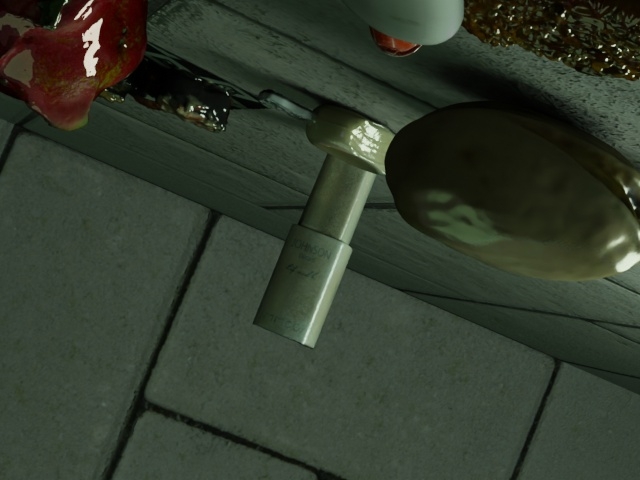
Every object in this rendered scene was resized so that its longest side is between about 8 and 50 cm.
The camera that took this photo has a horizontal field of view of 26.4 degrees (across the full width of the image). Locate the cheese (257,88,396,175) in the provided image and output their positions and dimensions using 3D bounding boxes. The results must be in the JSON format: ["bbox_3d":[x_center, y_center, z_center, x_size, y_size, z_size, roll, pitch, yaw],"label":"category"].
[{"bbox_3d":[0.014,-0.122,1.485,0.171,0.048,0.092,27,172,-40],"label":"cheese"}]

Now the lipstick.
[{"bbox_3d":[0.000,0.000,1.646,0.079,0.253,0.077,20,175,12],"label":"lipstick"}]

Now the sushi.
[{"bbox_3d":[-0.236,-0.198,1.685,0.292,0.059,0.294,25,174,-25],"label":"sushi"}]

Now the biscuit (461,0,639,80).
[{"bbox_3d":[0.164,-0.136,0.872,0.206,0.025,0.126,18,173,34],"label":"biscuit"}]

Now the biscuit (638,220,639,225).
[{"bbox_3d":[0.241,-0.041,1.296,0.250,0.046,0.147,22,-176,21],"label":"biscuit"}]

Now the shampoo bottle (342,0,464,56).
[{"bbox_3d":[0.044,-0.168,0.871,0.108,0.051,0.221,32,176,10],"label":"shampoo bottle"}]

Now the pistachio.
[{"bbox_3d":[0.171,-0.045,1.159,0.238,0.138,0.153,20,156,-3],"label":"pistachio"}]

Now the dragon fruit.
[{"bbox_3d":[-0.232,-0.208,1.091,0.200,0.198,0.269,62,174,-31],"label":"dragon fruit"}]
